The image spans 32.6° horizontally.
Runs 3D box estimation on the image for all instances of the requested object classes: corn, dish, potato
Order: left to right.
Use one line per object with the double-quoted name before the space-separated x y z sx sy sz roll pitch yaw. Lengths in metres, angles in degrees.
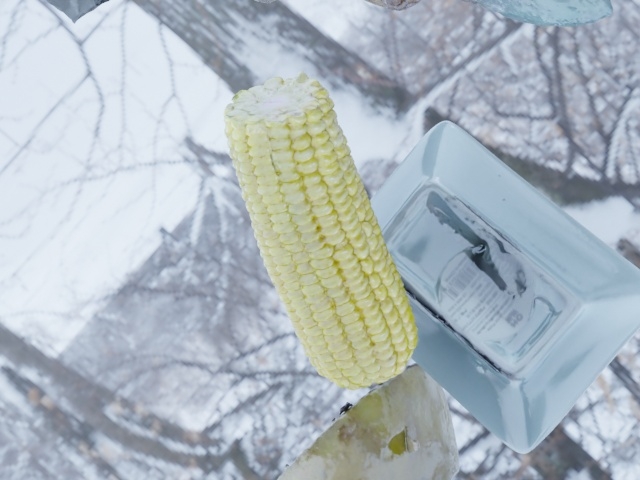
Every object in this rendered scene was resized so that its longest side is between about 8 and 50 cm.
"corn" 0.000 0.000 0.816 0.093 0.244 0.093 -19 -158 8
"potato" 0.041 0.250 0.997 0.299 0.116 0.239 -41 147 -24
"dish" 0.127 0.034 0.891 0.182 0.243 0.080 -51 164 8

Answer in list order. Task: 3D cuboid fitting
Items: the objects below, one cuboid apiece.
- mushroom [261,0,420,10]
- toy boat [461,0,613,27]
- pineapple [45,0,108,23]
"mushroom" 0.022 -0.294 1.030 0.231 0.138 0.194 -14 -156 -29
"toy boat" 0.069 -0.236 0.690 0.206 0.282 0.096 -27 -159 42
"pineapple" -0.066 -0.189 0.576 0.237 0.119 0.111 -13 150 -30
